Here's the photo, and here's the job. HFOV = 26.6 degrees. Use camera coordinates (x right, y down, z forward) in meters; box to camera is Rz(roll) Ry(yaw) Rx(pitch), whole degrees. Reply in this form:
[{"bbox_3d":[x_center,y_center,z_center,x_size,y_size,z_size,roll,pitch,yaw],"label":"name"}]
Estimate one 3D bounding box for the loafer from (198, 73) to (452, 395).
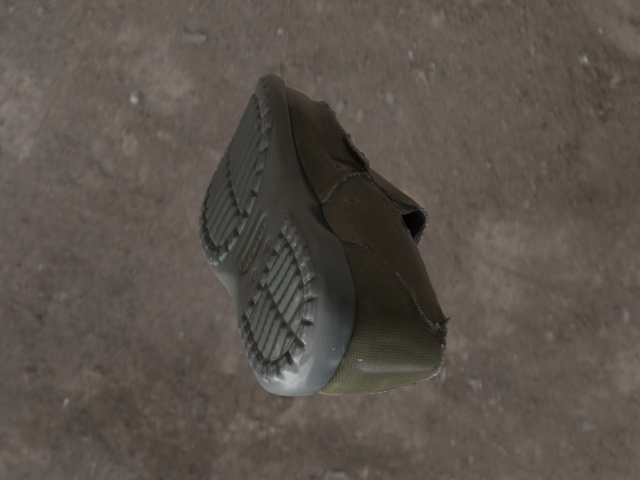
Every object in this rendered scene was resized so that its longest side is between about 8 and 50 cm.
[{"bbox_3d":[0.000,0.000,0.674,0.087,0.251,0.094,18,117,-21],"label":"loafer"}]
